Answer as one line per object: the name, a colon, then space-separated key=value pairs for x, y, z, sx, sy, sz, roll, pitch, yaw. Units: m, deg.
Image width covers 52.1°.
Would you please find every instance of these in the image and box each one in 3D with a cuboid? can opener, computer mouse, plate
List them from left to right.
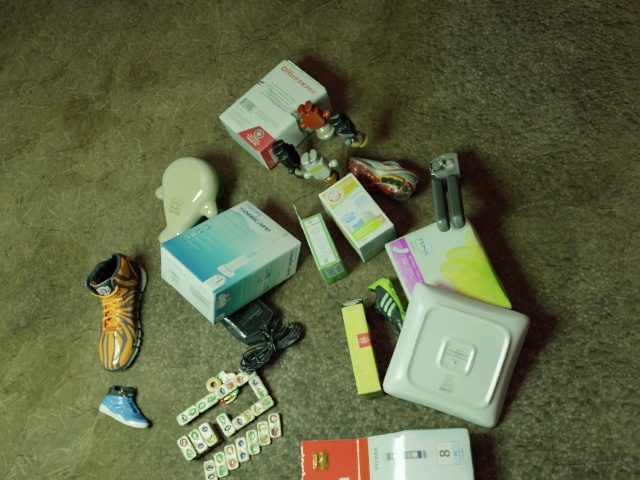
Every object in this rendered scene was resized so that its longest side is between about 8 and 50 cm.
computer mouse: x=-0.200 y=0.210 z=1.719 sx=0.188 sy=0.072 sz=0.272 roll=-36 pitch=68 yaw=-22
can opener: x=0.332 y=-0.120 z=1.686 sx=0.076 sy=0.095 sz=0.283 roll=-15 pitch=43 yaw=19
plate: x=0.313 y=0.265 z=1.508 sx=0.278 sy=0.045 sz=0.277 roll=18 pitch=91 yaw=6

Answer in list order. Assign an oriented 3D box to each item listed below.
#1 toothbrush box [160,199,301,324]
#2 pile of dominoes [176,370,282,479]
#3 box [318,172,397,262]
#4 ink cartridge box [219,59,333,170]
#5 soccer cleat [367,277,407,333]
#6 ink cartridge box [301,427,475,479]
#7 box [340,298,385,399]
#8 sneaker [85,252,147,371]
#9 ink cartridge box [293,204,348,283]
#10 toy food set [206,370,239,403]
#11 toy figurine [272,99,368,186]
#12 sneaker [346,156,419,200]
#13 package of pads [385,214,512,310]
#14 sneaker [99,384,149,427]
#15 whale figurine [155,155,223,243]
toothbrush box: x=-0.232 y=0.048 z=1.701 sx=0.216 sy=0.126 sz=0.296 roll=37 pitch=49 yaw=24
pile of dominoes: x=-0.227 y=0.457 z=1.620 sx=0.251 sy=0.040 sz=0.196 roll=-35 pitch=71 yaw=-3
box: x=0.100 y=-0.061 z=1.752 sx=0.114 sy=0.103 sz=0.203 roll=-34 pitch=63 yaw=-3
ink cartridge box: x=-0.127 y=-0.375 z=1.943 sx=0.273 sy=0.114 sz=0.197 roll=-43 pitch=63 yaw=-7
soccer cleat: x=0.176 y=0.178 z=1.656 sx=0.072 sy=0.060 sz=0.178 roll=-28 pitch=56 yaw=11
ink cartridge box: x=0.149 y=0.580 z=1.434 sx=0.385 sy=0.091 sz=0.308 roll=-3 pitch=66 yaw=3
box: x=0.104 y=0.268 z=1.613 sx=0.058 sy=0.087 sz=0.232 roll=-14 pitch=63 yaw=7
sneaker: x=-0.569 y=0.182 z=1.762 sx=0.125 sy=0.180 sz=0.320 roll=-7 pitch=65 yaw=11
ink cartridge box: x=0.000 y=0.000 z=1.746 sx=0.062 sy=0.109 sz=0.209 roll=-24 pitch=62 yaw=2
toy food set: x=-0.248 y=0.378 z=1.685 sx=0.083 sy=0.020 sz=0.083 roll=-31 pitch=62 yaw=-2
toy figurine: x=0.000 y=-0.260 z=1.810 sx=0.210 sy=0.148 sz=0.213 roll=24 pitch=79 yaw=43
sneaker: x=0.170 y=-0.179 z=1.812 sx=0.225 sy=0.088 sz=0.093 roll=25 pitch=47 yaw=27
package of pads: x=0.319 y=0.095 z=1.629 sx=0.229 sy=0.101 sz=0.296 roll=-23 pitch=63 yaw=3
sneaker: x=-0.500 y=0.427 z=1.704 sx=0.152 sy=0.058 sz=0.084 roll=16 pitch=80 yaw=27
whale figurine: x=-0.375 y=-0.106 z=1.893 sx=0.216 sy=0.141 sz=0.271 roll=19 pitch=96 yaw=21
